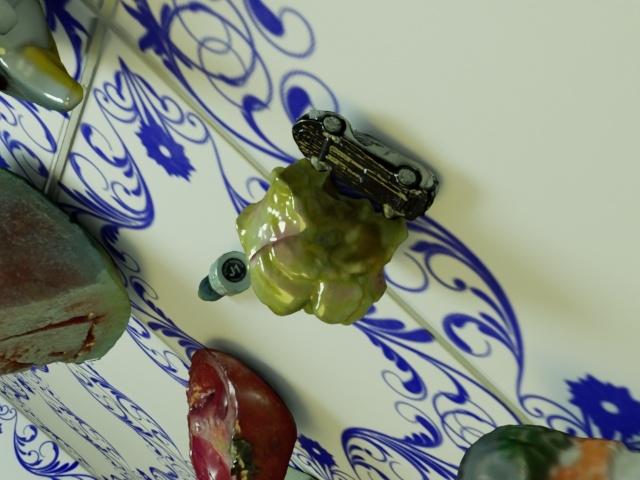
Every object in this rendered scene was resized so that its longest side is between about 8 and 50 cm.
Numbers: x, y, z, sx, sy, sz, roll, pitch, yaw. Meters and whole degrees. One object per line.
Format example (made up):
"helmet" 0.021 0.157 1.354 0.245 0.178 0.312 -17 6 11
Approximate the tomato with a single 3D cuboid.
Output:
"tomato" -0.084 0.207 0.931 0.173 0.099 0.189 -164 73 -64

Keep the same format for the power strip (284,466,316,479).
"power strip" -0.057 0.321 1.127 0.227 0.029 0.080 8 137 47

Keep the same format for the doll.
"doll" -0.264 -0.158 0.607 0.316 0.103 0.145 14 128 54

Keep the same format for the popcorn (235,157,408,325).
"popcorn" -0.001 0.000 0.534 0.097 0.089 0.109 10 -161 -41

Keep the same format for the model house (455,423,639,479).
"model house" 0.228 0.244 0.446 0.301 0.271 0.190 -4 146 33

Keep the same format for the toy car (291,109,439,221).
"toy car" 0.025 -0.046 0.489 0.093 0.025 0.041 35 151 3

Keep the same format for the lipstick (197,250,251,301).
"lipstick" -0.089 0.037 0.751 0.037 0.037 0.116 43 158 -6

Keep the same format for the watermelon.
"watermelon" -0.348 0.040 0.897 0.262 0.201 0.213 44 144 2
